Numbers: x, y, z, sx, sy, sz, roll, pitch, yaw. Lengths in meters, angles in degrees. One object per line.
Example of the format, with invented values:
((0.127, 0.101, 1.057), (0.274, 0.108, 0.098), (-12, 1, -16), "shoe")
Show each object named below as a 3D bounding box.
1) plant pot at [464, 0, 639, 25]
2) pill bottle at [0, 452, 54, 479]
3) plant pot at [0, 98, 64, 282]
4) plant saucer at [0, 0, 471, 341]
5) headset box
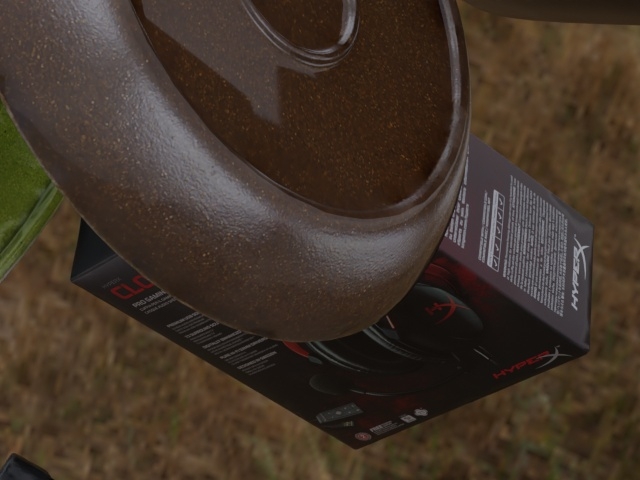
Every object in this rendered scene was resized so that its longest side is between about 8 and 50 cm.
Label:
((0.186, -0.242, 1.074), (0.323, 0.323, 0.280), (-9, -4, -37), "plant pot")
((-0.088, 0.203, 1.009), (0.219, 0.123, 0.123), (32, 31, -4), "pill bottle")
((-0.399, -0.124, 1.367), (0.353, 0.366, 0.366), (44, 18, -31), "plant pot")
((-0.027, -0.109, 0.863), (0.310, 0.050, 0.311), (26, 53, -40), "plant saucer")
((0.000, 0.000, 1.266), (0.293, 0.218, 0.110), (34, 46, -32), "headset box")
